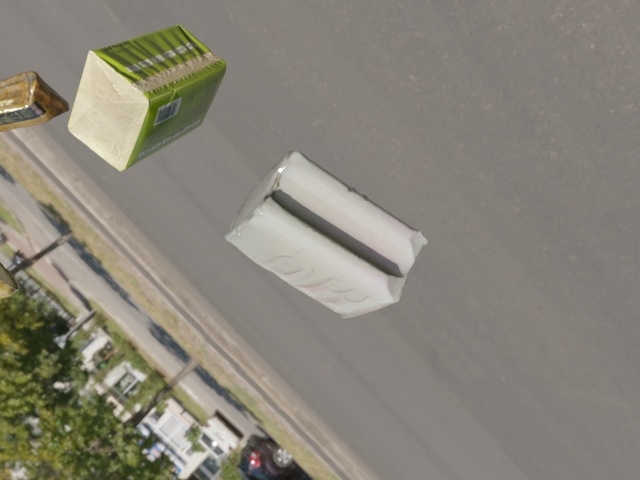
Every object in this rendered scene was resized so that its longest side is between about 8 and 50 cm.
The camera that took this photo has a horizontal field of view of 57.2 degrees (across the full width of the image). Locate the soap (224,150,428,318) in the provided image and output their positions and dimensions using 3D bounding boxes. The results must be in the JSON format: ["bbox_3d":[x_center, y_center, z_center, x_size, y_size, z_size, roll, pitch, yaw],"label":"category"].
[{"bbox_3d":[0.000,0.000,1.521,0.435,0.213,0.350,34,157,-18],"label":"soap"}]

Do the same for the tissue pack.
[{"bbox_3d":[-0.356,-0.304,1.226,0.167,0.275,0.200,39,128,0],"label":"tissue pack"}]

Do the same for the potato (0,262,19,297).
[{"bbox_3d":[-0.980,0.103,1.729,0.200,0.081,0.164,35,163,37],"label":"potato"}]

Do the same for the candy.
[{"bbox_3d":[-0.730,-0.302,1.331,0.143,0.271,0.101,67,-172,-69],"label":"candy"}]
